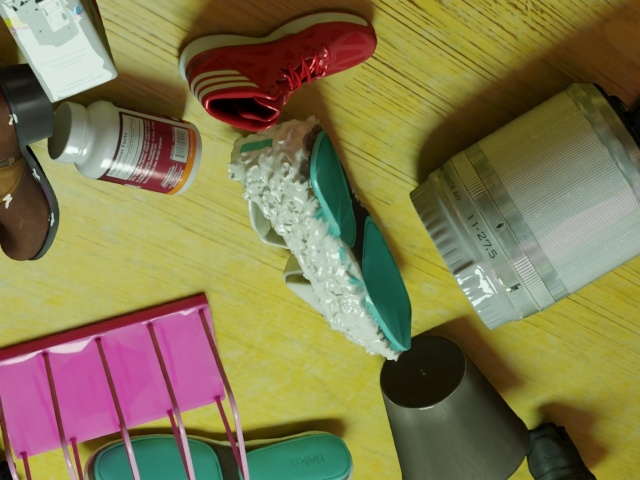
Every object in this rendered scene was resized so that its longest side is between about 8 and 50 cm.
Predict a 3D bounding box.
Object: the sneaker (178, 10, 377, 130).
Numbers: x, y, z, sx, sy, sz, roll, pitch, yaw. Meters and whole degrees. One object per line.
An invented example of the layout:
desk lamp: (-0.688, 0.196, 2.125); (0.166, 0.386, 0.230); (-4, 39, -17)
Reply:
sneaker: (-0.031, -0.169, 1.456); (0.221, 0.128, 0.087); (-14, 137, -10)

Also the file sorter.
file sorter: (-0.251, 0.234, 1.721); (0.291, 0.182, 0.202); (-15, 137, -10)

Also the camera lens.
camera lens: (0.274, -0.044, 1.653); (0.274, 0.219, 0.219); (-31, 137, 8)

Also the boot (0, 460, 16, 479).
boot: (-0.500, 0.327, 1.763); (0.207, 0.094, 0.246); (-20, 144, 0)

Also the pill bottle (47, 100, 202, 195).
pill bottle: (-0.212, -0.103, 1.472); (0.152, 0.086, 0.086); (12, 127, -32)

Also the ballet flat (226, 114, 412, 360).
ballet flat: (0.000, 0.000, 1.665); (0.147, 0.147, 0.409); (-26, 135, 1)

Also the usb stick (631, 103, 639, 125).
usb stick: (0.399, -0.101, 1.761); (0.045, 0.077, 0.278); (-7, 140, -51)

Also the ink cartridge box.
ink cartridge box: (-0.264, -0.240, 1.280); (0.072, 0.127, 0.175); (-22, 137, 1)

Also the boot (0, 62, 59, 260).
boot: (-0.408, -0.042, 1.378); (0.281, 0.096, 0.264); (-20, 150, -26)

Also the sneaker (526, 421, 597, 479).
sneaker: (0.386, 0.362, 2.198); (0.109, 0.130, 0.286); (-20, 160, 4)

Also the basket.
basket: (0.180, 0.251, 1.964); (0.204, 0.154, 0.227); (-26, 134, 1)

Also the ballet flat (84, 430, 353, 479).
ballet flat: (-0.147, 0.348, 1.938); (0.400, 0.139, 0.139); (-1, 133, -25)
